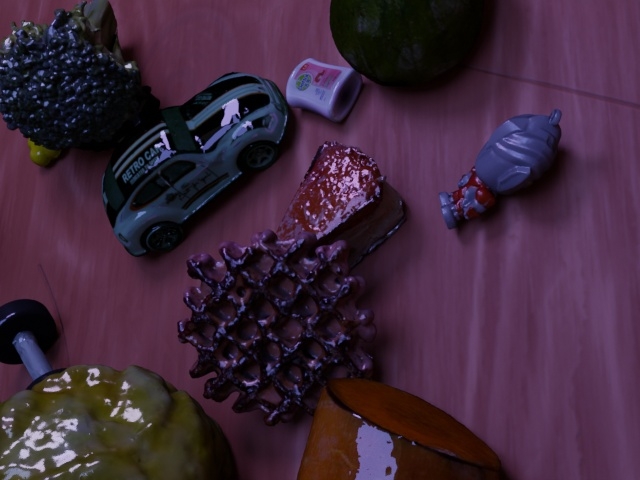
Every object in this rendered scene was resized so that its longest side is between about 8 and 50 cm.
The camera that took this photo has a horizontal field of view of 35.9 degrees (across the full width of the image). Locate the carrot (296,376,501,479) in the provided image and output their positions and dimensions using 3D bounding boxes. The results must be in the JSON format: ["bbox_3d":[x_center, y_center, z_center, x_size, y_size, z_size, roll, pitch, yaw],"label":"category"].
[{"bbox_3d":[0.060,0.296,0.912,0.214,0.193,0.331,-8,62,63],"label":"carrot"}]

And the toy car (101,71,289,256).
[{"bbox_3d":[-0.186,-0.114,1.322,0.306,0.125,0.136,-39,52,16],"label":"toy car"}]

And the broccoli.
[{"bbox_3d":[-0.354,-0.251,1.470,0.263,0.247,0.243,128,158,-48],"label":"broccoli"}]

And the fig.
[{"bbox_3d":[0.079,-0.303,1.152,0.203,0.235,0.203,-13,61,25],"label":"fig"}]

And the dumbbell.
[{"bbox_3d":[-0.384,0.171,1.345,0.100,0.100,0.191,-49,51,6],"label":"dumbbell"}]

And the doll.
[{"bbox_3d":[0.196,-0.080,1.074,0.180,0.079,0.094,-42,26,29],"label":"doll"}]

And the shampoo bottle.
[{"bbox_3d":[-0.001,-0.198,1.281,0.099,0.043,0.072,24,83,40],"label":"shampoo bottle"}]

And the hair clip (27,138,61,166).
[{"bbox_3d":[-0.416,-0.199,1.573,0.072,0.046,0.173,19,82,38],"label":"hair clip"}]

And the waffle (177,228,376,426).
[{"bbox_3d":[-0.052,0.097,1.107,0.234,0.055,0.221,-6,97,16],"label":"waffle"}]

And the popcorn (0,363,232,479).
[{"bbox_3d":[-0.236,0.291,1.061,0.292,0.294,0.334,-23,60,23],"label":"popcorn"}]

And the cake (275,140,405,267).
[{"bbox_3d":[0.015,0.003,1.150,0.117,0.086,0.220,18,79,41],"label":"cake"}]
